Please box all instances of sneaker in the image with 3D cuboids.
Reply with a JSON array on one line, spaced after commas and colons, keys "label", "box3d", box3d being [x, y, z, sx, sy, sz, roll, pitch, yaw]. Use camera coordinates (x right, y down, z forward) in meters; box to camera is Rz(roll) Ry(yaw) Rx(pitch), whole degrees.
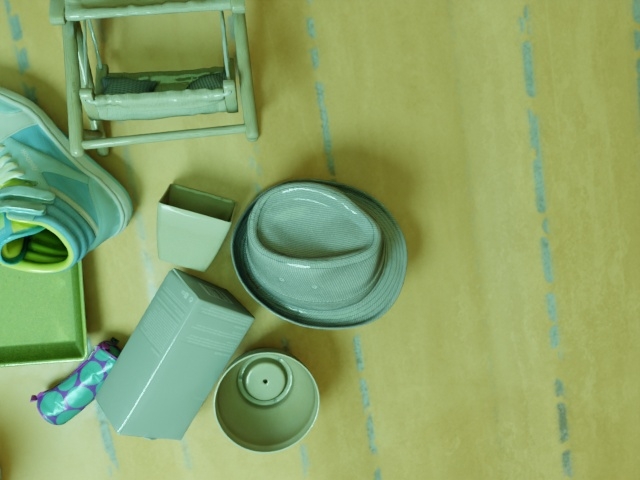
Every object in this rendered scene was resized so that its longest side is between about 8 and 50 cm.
[{"label": "sneaker", "box3d": [-0.430, -0.083, 0.866, 0.319, 0.208, 0.127, 37, 121, -10]}]

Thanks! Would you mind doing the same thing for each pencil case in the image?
[{"label": "pencil case", "box3d": [-0.375, 0.224, 0.999, 0.152, 0.064, 0.070, -41, 116, 0]}]

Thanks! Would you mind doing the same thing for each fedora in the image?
[{"label": "fedora", "box3d": [0.000, 0.000, 0.936, 0.275, 0.124, 0.243, 18, 70, 6]}]

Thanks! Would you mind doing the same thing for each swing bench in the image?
[{"label": "swing bench", "box3d": [-0.226, -0.257, 0.897, 0.253, 0.165, 0.254, -7, 98, -5]}]

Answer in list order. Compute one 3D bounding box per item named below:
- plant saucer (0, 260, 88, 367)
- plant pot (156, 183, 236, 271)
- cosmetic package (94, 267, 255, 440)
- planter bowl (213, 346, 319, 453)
[{"label": "plant saucer", "box3d": [-0.455, 0.096, 0.973, 0.188, 0.045, 0.188, -3, 92, -6]}, {"label": "plant pot", "box3d": [-0.197, -0.015, 0.969, 0.109, 0.109, 0.096, 15, 108, -9]}, {"label": "cosmetic package", "box3d": [-0.223, 0.180, 0.969, 0.127, 0.107, 0.238, 30, 96, -48]}, {"label": "planter bowl", "box3d": [-0.087, 0.241, 1.012, 0.162, 0.109, 0.162, -1, 98, -6]}]
